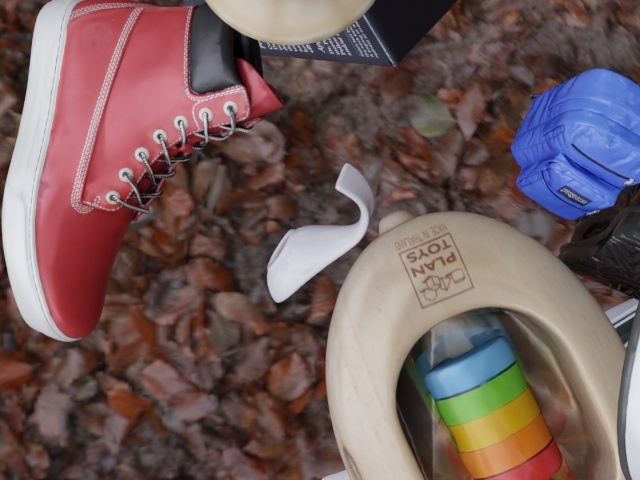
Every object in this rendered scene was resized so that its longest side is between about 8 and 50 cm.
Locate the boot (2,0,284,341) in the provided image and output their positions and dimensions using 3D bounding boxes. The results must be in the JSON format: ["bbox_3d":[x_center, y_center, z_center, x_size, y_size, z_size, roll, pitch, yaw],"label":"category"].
[{"bbox_3d":[-0.116,-0.047,0.733,0.176,0.088,0.244,4,86,18],"label":"boot"}]

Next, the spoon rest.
[{"bbox_3d":[0.000,0.000,1.602,0.084,0.137,0.276,31,137,-9],"label":"spoon rest"}]

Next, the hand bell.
[{"bbox_3d":[-0.016,-0.175,0.528,0.126,0.242,0.126,0,93,-1],"label":"hand bell"}]

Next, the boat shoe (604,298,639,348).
[{"bbox_3d":[0.508,0.097,1.394,0.335,0.121,0.119,-36,29,14],"label":"boat shoe"}]

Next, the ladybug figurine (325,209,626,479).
[{"bbox_3d":[0.166,0.175,1.100,0.305,0.162,0.449,-22,92,-5],"label":"ladybug figurine"}]

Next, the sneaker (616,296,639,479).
[{"bbox_3d":[0.218,-0.039,0.328,0.178,0.124,0.295,13,83,37],"label":"sneaker"}]

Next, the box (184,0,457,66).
[{"bbox_3d":[0.046,-0.541,1.681,0.480,0.297,0.472,-48,36,-19],"label":"box"}]

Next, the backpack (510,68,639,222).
[{"bbox_3d":[0.220,-0.074,0.853,0.098,0.120,0.101,25,71,-12],"label":"backpack"}]

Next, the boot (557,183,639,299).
[{"bbox_3d":[0.378,-0.072,1.121,0.131,0.348,0.260,25,81,1],"label":"boot"}]

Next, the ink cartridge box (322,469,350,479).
[{"bbox_3d":[0.109,0.473,1.724,0.168,0.232,0.171,-16,58,-6],"label":"ink cartridge box"}]
